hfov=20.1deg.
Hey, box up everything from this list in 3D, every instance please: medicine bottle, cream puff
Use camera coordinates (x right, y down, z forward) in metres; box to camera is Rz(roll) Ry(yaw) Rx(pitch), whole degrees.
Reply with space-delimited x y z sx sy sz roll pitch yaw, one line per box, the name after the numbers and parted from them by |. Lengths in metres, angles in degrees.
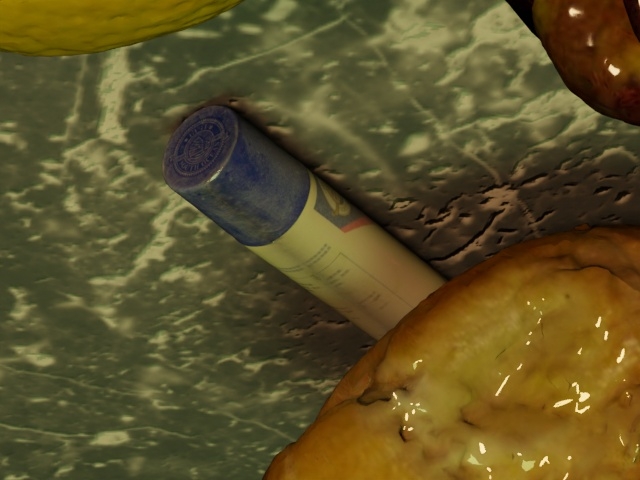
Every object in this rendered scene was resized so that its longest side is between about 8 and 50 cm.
0.000 0.000 1.068 0.059 0.059 0.231 -28 139 24 | medicine bottle
0.143 0.151 1.086 0.343 0.231 0.327 -16 152 -42 | cream puff

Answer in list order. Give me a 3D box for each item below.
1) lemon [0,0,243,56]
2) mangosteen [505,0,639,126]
-0.089 -0.195 0.650 0.267 0.267 0.267 -5 143 -4 | lemon
0.171 -0.157 0.716 0.287 0.287 0.233 30 107 -39 | mangosteen
